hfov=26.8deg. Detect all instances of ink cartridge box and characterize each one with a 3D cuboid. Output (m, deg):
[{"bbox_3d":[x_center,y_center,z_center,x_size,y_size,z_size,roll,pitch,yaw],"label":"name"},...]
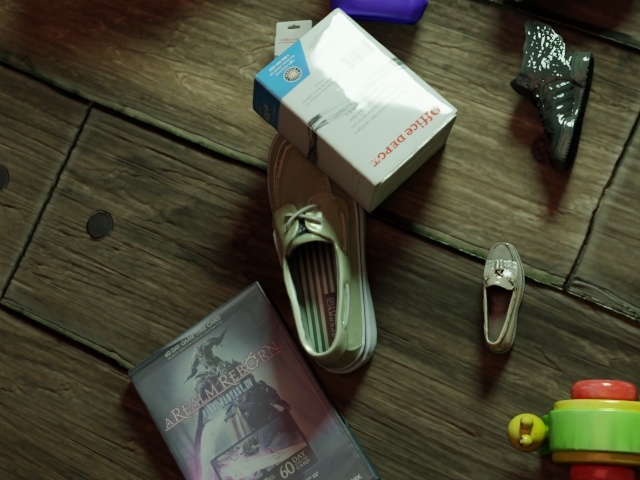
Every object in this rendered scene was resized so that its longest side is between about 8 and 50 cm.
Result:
[{"bbox_3d":[-0.030,-0.221,1.622,0.048,0.028,0.083,-1,78,18],"label":"ink cartridge box"},{"bbox_3d":[0.037,-0.148,1.521,0.190,0.082,0.139,43,69,12],"label":"ink cartridge box"}]

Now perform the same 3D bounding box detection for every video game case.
[{"bbox_3d":[-0.082,0.212,1.549,0.196,0.026,0.274,-35,71,8],"label":"video game case"}]

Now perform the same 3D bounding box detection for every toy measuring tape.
[{"bbox_3d":[0.351,0.200,1.363,0.330,0.121,0.121,0,78,18],"label":"toy measuring tape"}]

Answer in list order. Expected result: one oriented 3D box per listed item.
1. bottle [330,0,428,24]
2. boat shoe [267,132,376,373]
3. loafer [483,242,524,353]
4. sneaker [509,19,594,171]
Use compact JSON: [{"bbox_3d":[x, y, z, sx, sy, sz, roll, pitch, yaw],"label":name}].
[{"bbox_3d":[0.079,-0.397,1.559,0.118,0.092,0.283,6,95,8],"label":"bottle"},{"bbox_3d":[0.000,0.000,1.530,0.109,0.094,0.302,-18,73,14],"label":"boat shoe"},{"bbox_3d":[0.199,0.061,1.481,0.045,0.039,0.125,1,79,19],"label":"loafer"},{"bbox_3d":[0.253,-0.163,1.509,0.089,0.051,0.170,11,77,20],"label":"sneaker"}]
